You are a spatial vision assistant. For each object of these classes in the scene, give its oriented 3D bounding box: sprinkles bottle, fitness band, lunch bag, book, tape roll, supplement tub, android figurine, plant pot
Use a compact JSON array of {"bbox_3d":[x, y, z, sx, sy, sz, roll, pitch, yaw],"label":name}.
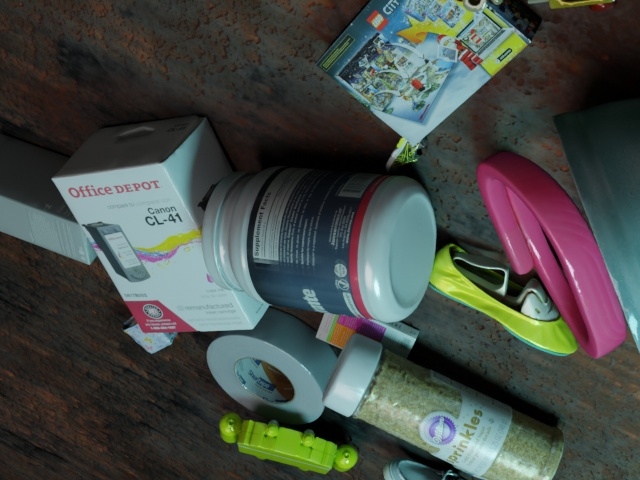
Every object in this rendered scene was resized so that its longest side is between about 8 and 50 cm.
[{"bbox_3d":[0.184,0.265,1.638,0.355,0.121,0.121,25,141,-1],"label":"sprinkles bottle"},{"bbox_3d":[0.277,0.015,1.292,0.291,0.054,0.209,60,175,-34],"label":"fitness band"},{"bbox_3d":[-0.304,0.159,1.930,0.083,0.053,0.071,-30,114,38],"label":"lunch bag"},{"bbox_3d":[0.072,0.143,1.678,0.144,0.035,0.096,25,140,6],"label":"book"},{"bbox_3d":[-0.079,0.210,1.818,0.219,0.072,0.219,19,140,16],"label":"tape roll"},{"bbox_3d":[0.000,0.000,1.446,0.272,0.191,0.191,7,135,28],"label":"supplement tub"},{"bbox_3d":[-0.059,0.357,1.892,0.248,0.056,0.273,14,162,3],"label":"android figurine"},{"bbox_3d":[0.384,-0.027,1.125,0.196,0.293,0.293,-21,122,15],"label":"plant pot"}]

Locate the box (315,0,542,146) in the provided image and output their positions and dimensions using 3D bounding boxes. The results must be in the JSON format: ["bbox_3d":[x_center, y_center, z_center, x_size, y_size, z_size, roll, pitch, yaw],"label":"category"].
[{"bbox_3d":[0.118,-0.226,1.246,0.159,0.044,0.233,39,141,-8],"label":"box"}]

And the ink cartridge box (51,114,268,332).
[{"bbox_3d":[-0.220,-0.015,1.611,0.226,0.131,0.306,-5,127,33],"label":"ink cartridge box"}]

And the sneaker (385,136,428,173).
[{"bbox_3d":[0.110,-0.109,1.386,0.035,0.031,0.083,29,141,3],"label":"sneaker"}]

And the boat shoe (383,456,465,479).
[{"bbox_3d":[0.219,0.426,1.854,0.227,0.079,0.081,30,135,-7],"label":"boat shoe"}]

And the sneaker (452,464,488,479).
[{"bbox_3d":[0.283,0.366,1.769,0.135,0.052,0.058,-2,141,44],"label":"sneaker"}]

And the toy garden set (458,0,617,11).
[{"bbox_3d":[0.175,-0.309,1.070,0.244,0.049,0.204,-3,123,24],"label":"toy garden set"}]

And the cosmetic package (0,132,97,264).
[{"bbox_3d":[-0.438,-0.067,1.721,0.238,0.127,0.107,20,140,12],"label":"cosmetic package"}]

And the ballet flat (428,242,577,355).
[{"bbox_3d":[0.252,0.075,1.460,0.231,0.077,0.077,28,125,8],"label":"ballet flat"}]
